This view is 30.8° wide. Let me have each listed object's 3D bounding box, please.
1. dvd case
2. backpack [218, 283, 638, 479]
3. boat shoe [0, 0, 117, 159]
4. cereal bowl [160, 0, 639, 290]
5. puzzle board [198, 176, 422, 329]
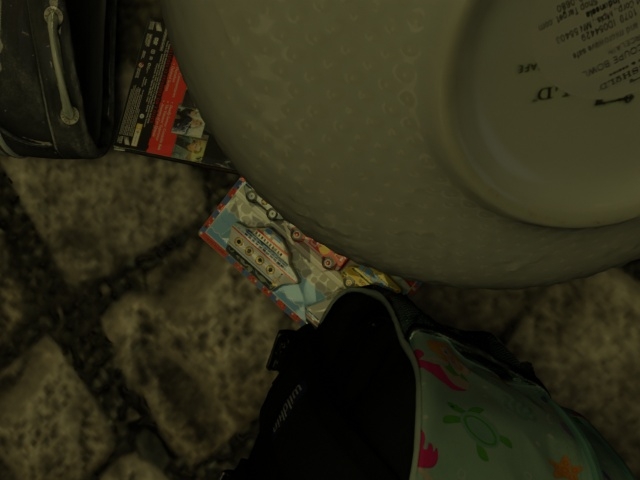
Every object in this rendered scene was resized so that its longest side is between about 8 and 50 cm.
[{"bbox_3d":[-0.060,-0.085,0.703,0.119,0.013,0.087,11,82,16],"label":"dvd case"},{"bbox_3d":[0.046,0.156,0.564,0.191,0.253,0.225,24,96,-6],"label":"backpack"},{"bbox_3d":[-0.153,-0.197,0.688,0.102,0.108,0.301,6,95,15],"label":"boat shoe"},{"bbox_3d":[0.104,-0.107,0.503,0.338,0.141,0.339,-8,128,-10],"label":"cereal bowl"},{"bbox_3d":[0.000,0.000,0.697,0.128,0.011,0.096,41,100,12],"label":"puzzle board"}]
